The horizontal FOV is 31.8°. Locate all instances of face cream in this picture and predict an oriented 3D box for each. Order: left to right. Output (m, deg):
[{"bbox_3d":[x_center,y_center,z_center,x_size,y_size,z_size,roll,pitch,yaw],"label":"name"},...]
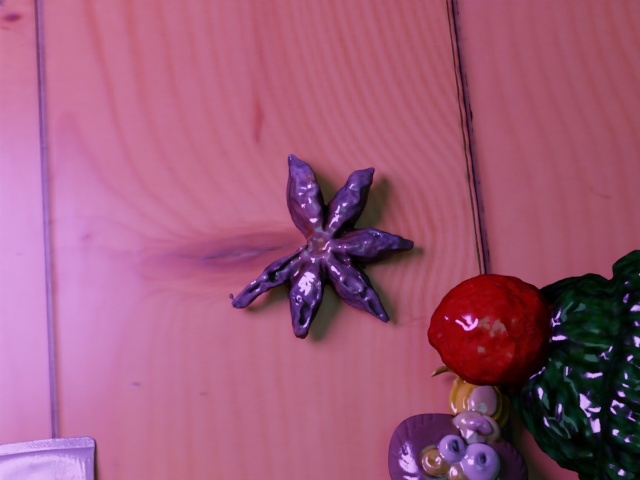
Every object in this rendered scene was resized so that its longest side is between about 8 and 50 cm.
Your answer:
[{"bbox_3d":[-0.282,0.311,1.135,0.114,0.070,0.224,-5,69,-5],"label":"face cream"}]

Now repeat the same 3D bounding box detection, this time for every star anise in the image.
[{"bbox_3d":[0.015,0.009,1.215,0.172,0.063,0.208,22,77,0],"label":"star anise"}]

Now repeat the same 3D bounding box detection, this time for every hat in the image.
[{"bbox_3d":[0.266,0.134,1.125,0.332,0.242,0.274,13,48,2],"label":"hat"}]

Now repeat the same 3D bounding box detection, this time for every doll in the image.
[{"bbox_3d":[0.141,0.208,1.168,0.145,0.096,0.188,3,67,-11],"label":"doll"}]
